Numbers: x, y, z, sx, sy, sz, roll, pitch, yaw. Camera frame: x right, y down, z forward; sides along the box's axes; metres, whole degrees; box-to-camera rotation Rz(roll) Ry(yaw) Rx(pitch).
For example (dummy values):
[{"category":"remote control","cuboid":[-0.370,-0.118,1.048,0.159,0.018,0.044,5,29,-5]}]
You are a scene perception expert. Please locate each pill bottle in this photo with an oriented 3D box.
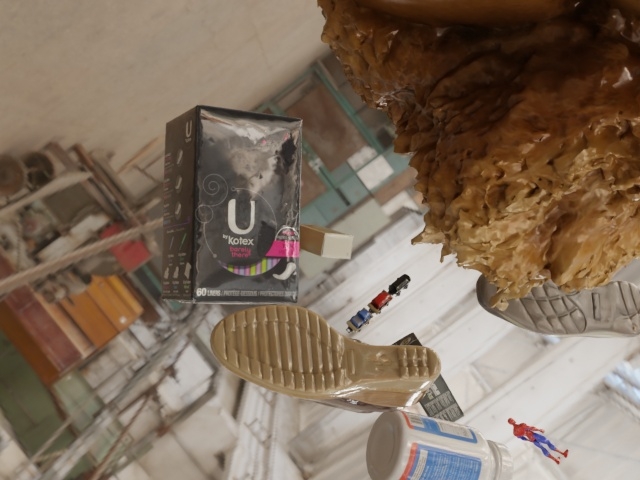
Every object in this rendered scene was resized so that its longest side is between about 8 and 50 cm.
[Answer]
[{"category":"pill bottle","cuboid":[0.196,0.354,1.224,0.124,0.222,0.124,-53,-153,43]}]

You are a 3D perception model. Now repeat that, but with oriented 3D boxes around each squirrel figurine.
[{"category":"squirrel figurine","cuboid":[0.164,-0.152,0.390,0.281,0.370,0.397,-37,151,-34]}]

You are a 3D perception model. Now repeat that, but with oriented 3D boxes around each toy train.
[{"category":"toy train","cuboid":[0.101,0.106,1.289,0.158,0.027,0.036,-38,167,-30]}]

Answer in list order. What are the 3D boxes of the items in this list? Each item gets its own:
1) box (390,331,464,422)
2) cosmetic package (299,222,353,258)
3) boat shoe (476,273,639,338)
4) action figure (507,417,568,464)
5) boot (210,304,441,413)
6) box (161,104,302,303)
[{"category":"box","cuboid":[0.244,0.328,1.768,0.078,0.180,0.147,-31,-161,1]},{"category":"cosmetic package","cuboid":[0.000,0.000,1.268,0.060,0.041,0.115,5,-173,-33]},{"category":"boat shoe","cuboid":[0.430,0.128,1.392,0.130,0.355,0.132,143,-44,-62]},{"category":"action figure","cuboid":[0.379,0.348,1.332,0.038,0.115,0.030,-57,180,37]},{"category":"boot","cuboid":[-0.012,0.149,0.821,0.207,0.248,0.090,130,-32,-60]},{"category":"box","cuboid":[-0.130,-0.044,1.095,0.165,0.270,0.143,2,176,-29]}]
